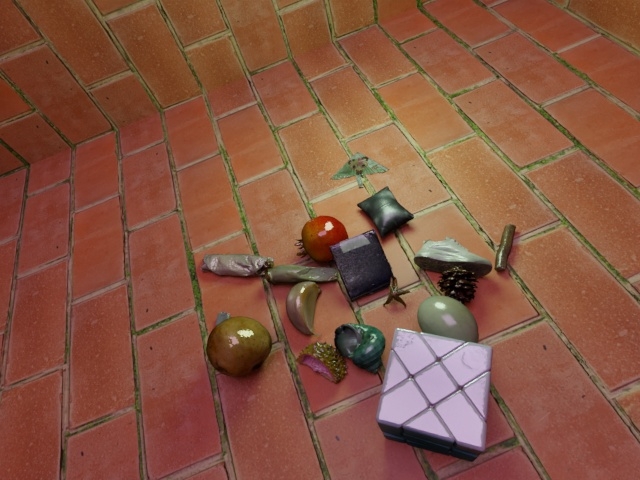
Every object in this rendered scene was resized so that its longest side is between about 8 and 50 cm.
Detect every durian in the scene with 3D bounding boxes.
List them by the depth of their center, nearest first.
[{"bbox_3d":[0.006,0.476,1.634,0.182,0.165,0.132,28,108,52],"label":"durian"}]

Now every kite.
[{"bbox_3d":[0.208,-0.386,2.205,0.323,0.013,0.267,-6,55,11],"label":"kite"}]

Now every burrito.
[{"bbox_3d":[-0.411,0.119,1.987,0.393,0.076,0.117,3,64,18],"label":"burrito"}]

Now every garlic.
[{"bbox_3d":[-0.071,0.288,1.767,0.164,0.145,0.244,11,57,-16],"label":"garlic"}]

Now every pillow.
[{"bbox_3d":[0.305,-0.144,1.961,0.186,0.106,0.249,-33,53,0],"label":"pillow"}]

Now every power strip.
[{"bbox_3d":[-0.444,0.436,1.809,0.060,0.027,0.252,-5,56,10],"label":"power strip"}]

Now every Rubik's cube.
[{"bbox_3d":[0.382,0.517,1.371,0.322,0.315,0.318,9,59,18],"label":"Rubik's cube"}]

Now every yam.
[{"bbox_3d":[0.792,0.031,1.755,0.057,0.056,0.241,15,60,23],"label":"yam"}]

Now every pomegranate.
[{"bbox_3d":[-0.327,0.422,1.650,0.261,0.260,0.260,-7,56,10],"label":"pomegranate"},{"bbox_3d":[0.000,0.000,1.883,0.257,0.221,0.220,-26,54,6],"label":"pomegranate"}]

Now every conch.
[{"bbox_3d":[0.168,0.421,1.606,0.196,0.134,0.202,-35,53,29],"label":"conch"}]

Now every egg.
[{"bbox_3d":[0.483,0.315,1.556,0.187,0.186,0.253,-37,52,-11],"label":"egg"}]

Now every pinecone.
[{"bbox_3d":[0.556,0.186,1.655,0.174,0.173,0.173,-7,56,10],"label":"pinecone"}]

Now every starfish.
[{"bbox_3d":[0.310,0.235,1.721,0.130,0.041,0.133,-45,76,9],"label":"starfish"}]

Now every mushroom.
[{"bbox_3d":[-0.092,0.154,1.860,0.334,0.107,0.087,-2,77,12],"label":"mushroom"}]

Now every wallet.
[{"bbox_3d":[0.183,0.107,1.780,0.221,0.071,0.262,-22,93,2],"label":"wallet"}]

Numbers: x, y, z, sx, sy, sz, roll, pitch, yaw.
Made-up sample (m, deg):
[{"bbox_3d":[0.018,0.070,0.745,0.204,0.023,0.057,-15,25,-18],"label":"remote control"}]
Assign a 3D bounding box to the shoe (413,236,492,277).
[{"bbox_3d":[0.569,0.056,1.756,0.317,0.124,0.159,8,52,19],"label":"shoe"}]
